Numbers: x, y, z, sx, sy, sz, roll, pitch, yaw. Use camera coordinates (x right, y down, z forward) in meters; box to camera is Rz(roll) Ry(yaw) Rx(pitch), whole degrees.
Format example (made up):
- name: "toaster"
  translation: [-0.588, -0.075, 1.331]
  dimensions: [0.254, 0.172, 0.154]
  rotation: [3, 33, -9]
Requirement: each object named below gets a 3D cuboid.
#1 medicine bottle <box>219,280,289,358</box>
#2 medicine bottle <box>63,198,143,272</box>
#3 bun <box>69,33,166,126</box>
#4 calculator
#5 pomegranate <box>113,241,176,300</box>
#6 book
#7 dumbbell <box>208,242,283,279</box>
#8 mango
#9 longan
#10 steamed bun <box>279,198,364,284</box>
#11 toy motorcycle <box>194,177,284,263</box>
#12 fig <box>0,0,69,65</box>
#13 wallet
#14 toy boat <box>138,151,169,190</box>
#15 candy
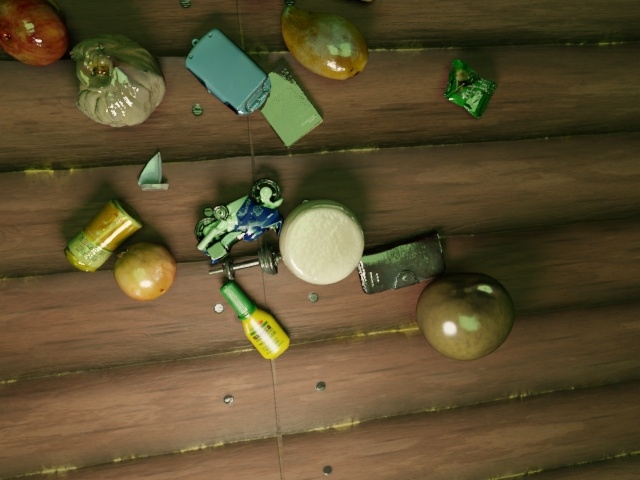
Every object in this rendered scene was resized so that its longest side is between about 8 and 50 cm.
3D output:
- name: "medicine bottle"
  translation: [-0.231, 0.268, 1.431]
  dimensions: [0.111, 0.076, 0.309]
  rotation: [-38, 99, -4]
- name: "medicine bottle"
  translation: [-0.686, -0.010, 1.309]
  dimensions: [0.124, 0.124, 0.239]
  rotation: [44, 87, -10]
- name: "bun"
  translation: [-0.600, -0.475, 1.228]
  dimensions: [0.281, 0.205, 0.282]
  rotation: [-1, 97, -10]
- name: "calculator"
  translation: [-0.297, -0.536, 1.333]
  dimensions: [0.293, 0.051, 0.173]
  rotation: [42, 91, -4]
- name: "pomegranate"
  translation: [-0.547, 0.092, 1.304]
  dimensions: [0.191, 0.191, 0.192]
  rotation: [-1, 96, -8]
- name: "book"
  translation: [-0.119, -0.448, 1.395]
  dimensions: [0.160, 0.024, 0.228]
  rotation: [-38, 100, -2]
- name: "dumbbell"
  translation: [-0.248, 0.081, 1.398]
  dimensions: [0.254, 0.110, 0.111]
  rotation: [-12, 98, -1]
- name: "mango"
  translation: [0.007, -0.637, 1.335]
  dimensions: [0.316, 0.146, 0.193]
  rotation: [30, 83, -4]
- name: "longan"
  translation: [0.490, 0.255, 1.426]
  dimensions: [0.318, 0.319, 0.320]
  rotation: [-1, 96, -8]
- name: "steamed bun"
  translation: [0.000, 0.000, 1.383]
  dimensions: [0.282, 0.177, 0.284]
  rotation: [-2, 100, -13]
- name: "toy motorcycle"
  translation: [-0.251, -0.053, 1.374]
  dimensions: [0.331, 0.125, 0.196]
  rotation: [-36, 99, -7]
- name: "fig"
  translation: [-0.818, -0.610, 1.197]
  dimensions: [0.204, 0.205, 0.206]
  rotation: [-1, 96, -8]
- name: "wallet"
  translation: [0.291, 0.085, 1.505]
  dimensions: [0.317, 0.045, 0.173]
  rotation: [-15, 97, -5]
- name: "toy boat"
  translation: [-0.543, -0.224, 1.356]
  dimensions: [0.096, 0.034, 0.123]
  rotation: [-2, 88, -8]
- name: "candy"
  translation: [0.517, -0.529, 1.458]
  dimensions: [0.203, 0.078, 0.141]
  rotation: [24, 103, -22]
